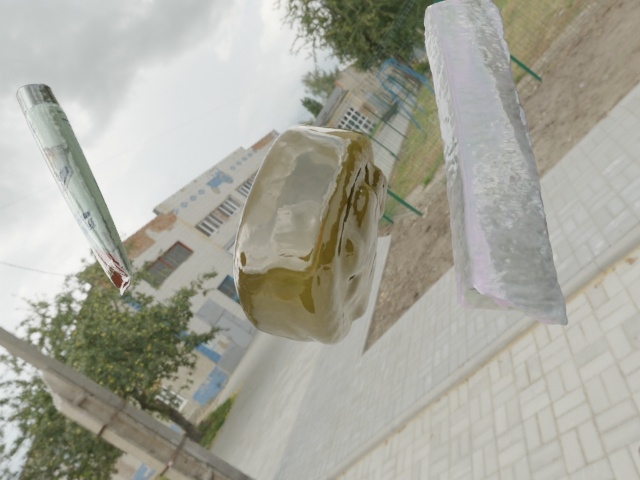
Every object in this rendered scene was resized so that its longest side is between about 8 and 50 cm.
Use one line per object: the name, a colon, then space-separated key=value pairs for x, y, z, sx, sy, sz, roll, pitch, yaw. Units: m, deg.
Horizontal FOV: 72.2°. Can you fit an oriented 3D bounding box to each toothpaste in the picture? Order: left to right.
toothpaste: x=-0.254 y=-0.054 z=0.466 sx=0.039 sy=0.239 sz=0.062 roll=-25 pitch=-3 yaw=-37

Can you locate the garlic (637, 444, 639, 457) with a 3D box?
garlic: x=0.191 y=0.091 z=0.156 sx=0.207 sy=0.207 sz=0.257 roll=-59 pitch=-7 yaw=-43

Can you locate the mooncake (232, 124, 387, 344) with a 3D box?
mooncake: x=0.000 y=0.000 z=0.462 sx=0.235 sy=0.117 sz=0.235 roll=9 pitch=-90 yaw=-79

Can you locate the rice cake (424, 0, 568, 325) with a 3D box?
rice cake: x=0.140 y=-0.094 z=0.385 sx=0.056 sy=0.072 sz=0.365 roll=90 pitch=-178 yaw=-59
